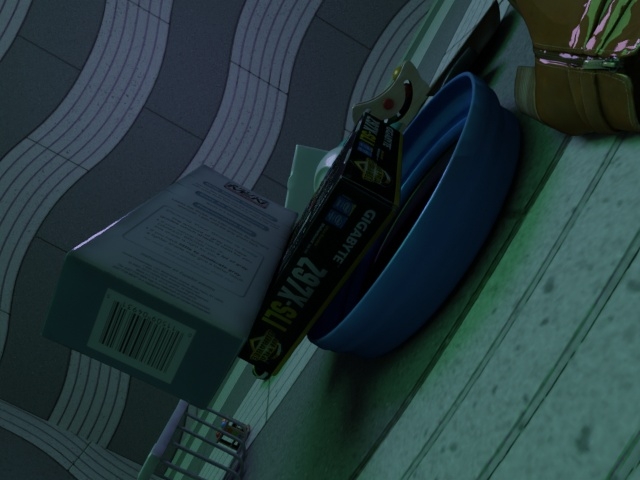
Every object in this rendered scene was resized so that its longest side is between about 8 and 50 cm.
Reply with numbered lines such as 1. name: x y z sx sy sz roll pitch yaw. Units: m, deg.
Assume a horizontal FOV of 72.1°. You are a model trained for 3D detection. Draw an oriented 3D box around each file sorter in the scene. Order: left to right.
1. file sorter: -0.252 0.455 0.830 0.192 0.173 0.278 -62 6 -2

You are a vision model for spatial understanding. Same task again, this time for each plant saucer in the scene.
1. plant saucer: 0.272 -0.348 0.824 0.198 0.036 0.198 -53 1 1

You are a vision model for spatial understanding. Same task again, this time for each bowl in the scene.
1. bowl: 0.109 -0.026 0.587 0.390 0.077 0.391 -59 7 12

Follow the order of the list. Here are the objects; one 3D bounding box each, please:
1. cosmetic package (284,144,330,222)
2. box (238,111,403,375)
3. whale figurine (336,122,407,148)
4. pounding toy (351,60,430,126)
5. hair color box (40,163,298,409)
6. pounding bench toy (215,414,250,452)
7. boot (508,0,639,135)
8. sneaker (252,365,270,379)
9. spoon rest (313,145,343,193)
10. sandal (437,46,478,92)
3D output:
1. cosmetic package: -0.013 -0.158 1.252 0.365 0.155 0.196 -103 24 -78
2. box: 0.000 0.000 0.635 0.321 0.080 0.257 -57 6 31
3. whale figurine: 0.103 -0.167 0.949 0.216 0.141 0.272 -61 -1 28
4. pounding toy: 0.175 -0.365 1.219 0.269 0.154 0.154 -57 7 22
5. hair color box: -0.159 0.024 0.597 0.113 0.186 0.374 -60 7 22
6. pounding bench toy: -0.204 0.439 1.014 0.052 0.065 0.083 -62 6 -10
7. boot: 0.195 -0.173 0.310 0.152 0.073 0.196 -98 -6 -69
8. sneaker: -0.143 0.275 1.113 0.234 0.097 0.084 -54 9 47
9. spoon rest: 0.037 -0.039 0.835 0.137 0.084 0.275 11 99 50
10. sandal: 0.207 -0.200 0.761 0.097 0.055 0.254 -57 -9 -60
